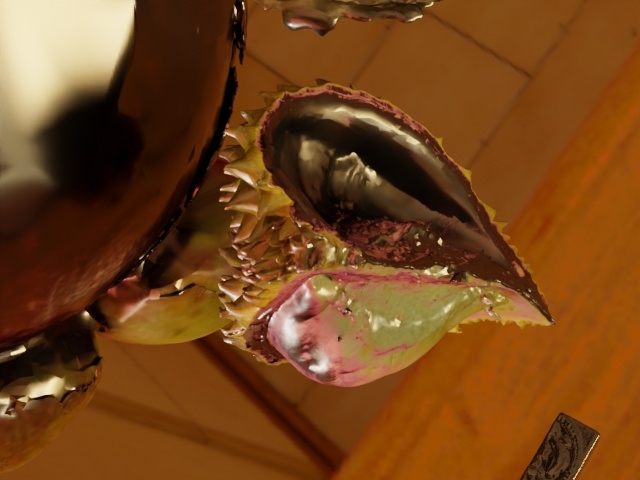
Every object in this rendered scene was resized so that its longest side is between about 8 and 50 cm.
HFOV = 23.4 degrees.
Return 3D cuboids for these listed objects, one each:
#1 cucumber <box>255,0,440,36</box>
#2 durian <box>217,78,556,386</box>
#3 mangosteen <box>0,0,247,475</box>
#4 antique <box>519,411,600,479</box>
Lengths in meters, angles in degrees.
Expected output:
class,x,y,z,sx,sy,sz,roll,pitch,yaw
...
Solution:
class,x,y,z,sx,sy,sz,roll,pitch,yaw
cucumber,0.009,-0.253,0.576,0.105,0.325,0.145,-5,36,4
durian,-0.002,0.003,0.680,0.108,0.187,0.119,-40,58,29
mangosteen,-0.206,-0.077,0.772,0.381,0.381,0.421,-20,105,29
antique,0.113,0.193,0.948,0.031,0.015,0.192,28,74,18
